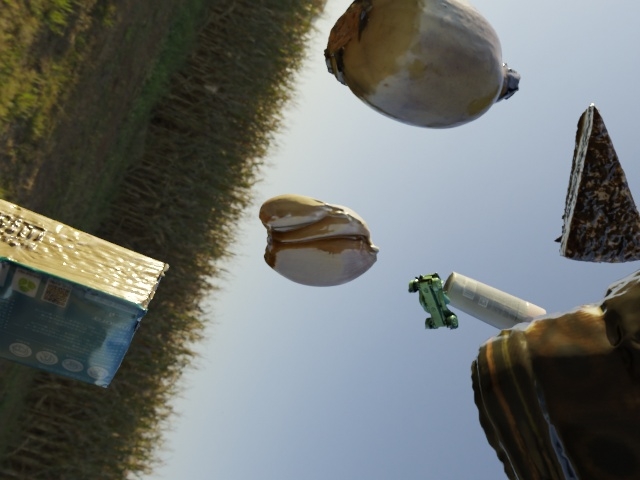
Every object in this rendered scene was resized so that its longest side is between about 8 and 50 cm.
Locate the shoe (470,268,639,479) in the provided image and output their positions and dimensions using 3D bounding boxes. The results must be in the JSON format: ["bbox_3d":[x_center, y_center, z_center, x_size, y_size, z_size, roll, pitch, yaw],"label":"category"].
[{"bbox_3d":[0.285,0.200,0.358,0.237,0.383,0.171,-31,167,27],"label":"shoe"}]

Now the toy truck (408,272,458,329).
[{"bbox_3d":[0.282,0.146,1.333,0.080,0.154,0.078,-11,-156,39],"label":"toy truck"}]

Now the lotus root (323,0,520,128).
[{"bbox_3d":[0.160,-0.239,0.738,0.183,0.310,0.182,-25,-120,54],"label":"lotus root"}]

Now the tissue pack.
[{"bbox_3d":[-0.381,0.074,0.763,0.192,0.271,0.134,-54,-159,31],"label":"tissue pack"}]

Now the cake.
[{"bbox_3d":[0.462,-0.082,0.856,0.112,0.135,0.245,-18,116,-74],"label":"cake"}]

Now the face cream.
[{"bbox_3d":[0.452,0.174,1.424,0.073,0.269,0.107,114,-1,-61],"label":"face cream"}]

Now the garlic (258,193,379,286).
[{"bbox_3d":[0.000,0.000,1.066,0.110,0.228,0.217,-77,174,-46],"label":"garlic"}]
